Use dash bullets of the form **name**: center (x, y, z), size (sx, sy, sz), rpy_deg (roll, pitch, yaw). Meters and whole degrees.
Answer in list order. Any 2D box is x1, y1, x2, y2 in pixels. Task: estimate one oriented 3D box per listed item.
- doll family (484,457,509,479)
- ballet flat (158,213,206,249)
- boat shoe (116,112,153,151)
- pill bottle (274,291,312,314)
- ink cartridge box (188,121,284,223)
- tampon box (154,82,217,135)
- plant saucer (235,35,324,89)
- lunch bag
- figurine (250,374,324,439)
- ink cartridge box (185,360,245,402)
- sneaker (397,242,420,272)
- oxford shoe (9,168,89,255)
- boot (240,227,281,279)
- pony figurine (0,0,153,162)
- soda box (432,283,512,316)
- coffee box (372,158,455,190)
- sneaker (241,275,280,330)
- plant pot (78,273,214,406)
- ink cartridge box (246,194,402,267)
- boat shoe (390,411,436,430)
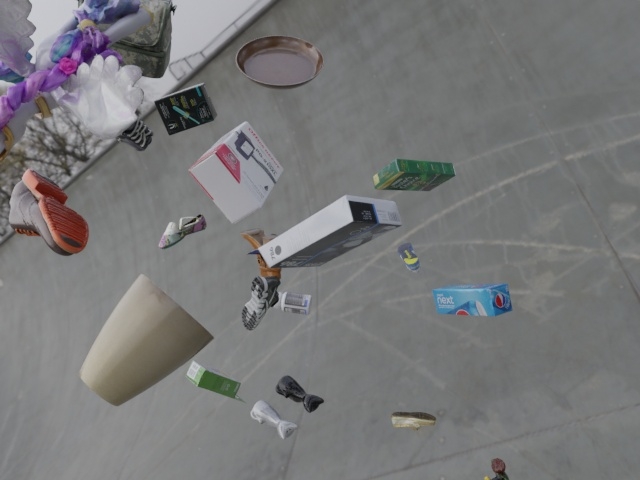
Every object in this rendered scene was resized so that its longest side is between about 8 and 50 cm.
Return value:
- **doll family**: center (0.330, 0.455, 0.845), size (0.076, 0.111, 0.193), rpy_deg (-32, 24, -8)
- **ballet flat**: center (-0.530, -0.044, 1.906), size (0.077, 0.079, 0.222), rpy_deg (11, 31, 39)
- **boat shoe**: center (-0.624, -0.382, 1.669), size (0.127, 0.158, 0.341), rpy_deg (-62, 27, -7)
- **pill bottle**: center (-0.105, 0.238, 1.914), size (0.137, 0.078, 0.078), rpy_deg (8, 29, 6)
- **ink cartridge box**: center (-0.205, -0.179, 1.276), size (0.100, 0.172, 0.237), rpy_deg (-28, 21, 25)
- **tampon box**: center (-0.444, -0.437, 1.663), size (0.161, 0.120, 0.101), rpy_deg (-18, 22, 3)
- **plant saucer**: center (-0.144, -0.628, 1.785), size (0.310, 0.311, 0.050), rpy_deg (-51, -20, -34)
- **lunch bag**: center (-0.649, -0.718, 1.668), size (0.212, 0.305, 0.256), rpy_deg (-94, 22, -48)
- **figurine**: center (-0.120, 0.620, 1.841), size (0.215, 0.092, 0.210), rpy_deg (-40, 32, -28)
- **ink cartridge box**: center (-0.346, 0.486, 1.722), size (0.109, 0.209, 0.062), rpy_deg (10, 71, 53)
- **sneaker**: center (0.299, 0.058, 1.685), size (0.053, 0.059, 0.144), rpy_deg (-26, 28, 10)
- **oxford shoe**: center (-0.520, -0.034, 0.946), size (0.098, 0.097, 0.271), rpy_deg (-49, 49, -1)
- **boot**: center (-0.200, 0.045, 1.671), size (0.073, 0.152, 0.197), rpy_deg (-18, 24, -34)
- **pony figurine**: center (-0.430, -0.287, 0.825), size (0.351, 0.303, 0.363), rpy_deg (-30, 27, 43)
- **soda box**: center (0.391, 0.154, 1.308), size (0.067, 0.071, 0.210), rpy_deg (-11, 0, -28)
- **coffee box**: center (0.239, -0.165, 1.286), size (0.184, 0.040, 0.113), rpy_deg (-1, -17, -29)
- **sneaker**: center (-0.186, 0.203, 1.635), size (0.106, 0.078, 0.234), rpy_deg (-12, -45, -40)
- **plant pot**: center (-0.458, 0.267, 1.266), size (0.274, 0.256, 0.256), rpy_deg (-48, 19, -19)
- **ink cartridge box**: center (0.000, 0.000, 1.107), size (0.165, 0.065, 0.333), rpy_deg (1, -21, -45)
- **boat shoe**: center (0.281, 0.544, 1.504), size (0.136, 0.045, 0.050), rpy_deg (-3, 5, 25)
